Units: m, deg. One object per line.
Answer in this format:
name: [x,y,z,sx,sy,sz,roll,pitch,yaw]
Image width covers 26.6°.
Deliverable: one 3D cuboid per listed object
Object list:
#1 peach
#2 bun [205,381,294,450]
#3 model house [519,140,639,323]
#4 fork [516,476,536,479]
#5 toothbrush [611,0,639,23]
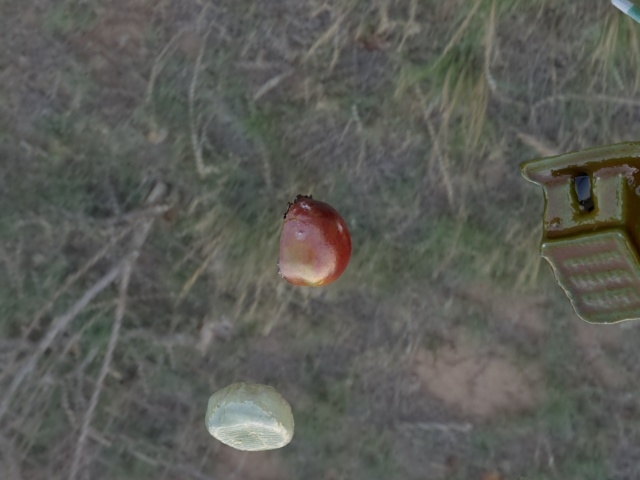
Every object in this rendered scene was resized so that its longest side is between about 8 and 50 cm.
peach: [0.000,0.001,1.337,0.061,0.098,0.098,12,130,26]
bun: [-0.084,0.213,1.668,0.115,0.069,0.115,3,151,2]
model house: [0.435,-0.012,1.857,0.268,0.239,0.173,-11,163,33]
fork: [0.147,0.251,1.138,0.034,0.219,0.028,7,110,22]
toothbrush: [0.463,-0.225,1.681,0.257,0.018,0.024,42,141,12]
